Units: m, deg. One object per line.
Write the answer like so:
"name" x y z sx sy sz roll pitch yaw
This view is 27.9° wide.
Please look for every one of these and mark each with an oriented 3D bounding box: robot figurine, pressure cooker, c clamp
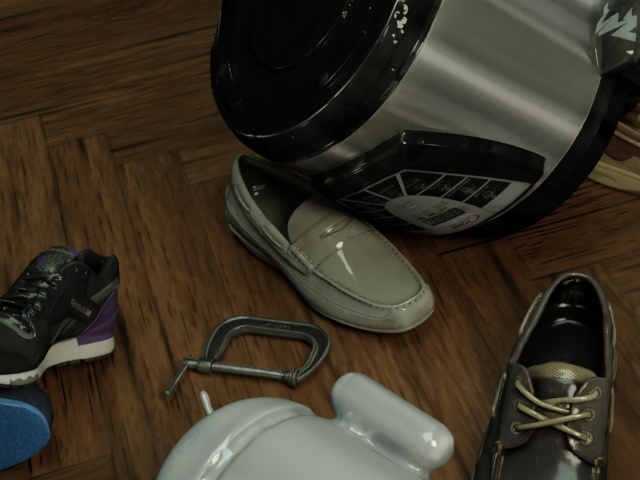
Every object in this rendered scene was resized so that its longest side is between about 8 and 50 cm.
"robot figurine" -0.006 0.262 1.089 0.353 0.200 0.300 28 80 34
"pressure cooker" 0.140 -0.201 1.439 0.420 0.375 0.370 22 18 -37
"c clamp" -0.072 0.130 1.397 0.161 0.022 0.137 2 36 13

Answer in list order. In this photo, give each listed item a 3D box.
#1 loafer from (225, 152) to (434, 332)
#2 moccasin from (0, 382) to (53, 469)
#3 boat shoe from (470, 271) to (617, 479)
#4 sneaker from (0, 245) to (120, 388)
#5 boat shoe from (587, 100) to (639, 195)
"loafer" 0.000 0.000 1.464 0.112 0.111 0.319 -35 47 -29
"moccasin" -0.442 0.171 1.317 0.342 0.137 0.116 -5 36 2
"boat shoe" 0.212 0.167 1.219 0.132 0.130 0.355 3 41 13
"sneaker" -0.299 0.065 1.320 0.107 0.124 0.283 16 10 16
"boat shoe" 0.461 -0.107 1.508 0.342 0.123 0.123 19 47 29
